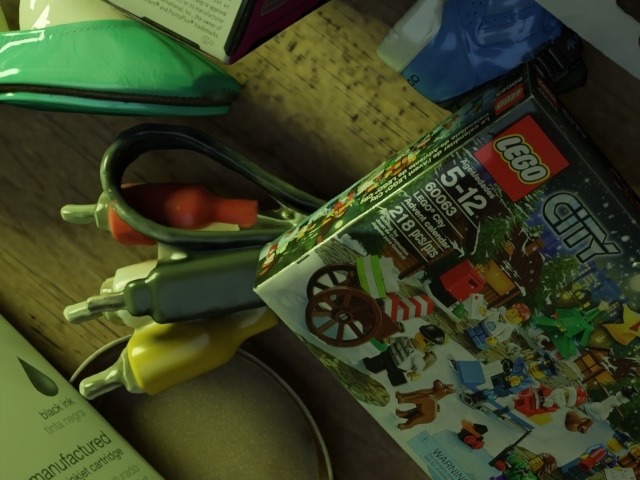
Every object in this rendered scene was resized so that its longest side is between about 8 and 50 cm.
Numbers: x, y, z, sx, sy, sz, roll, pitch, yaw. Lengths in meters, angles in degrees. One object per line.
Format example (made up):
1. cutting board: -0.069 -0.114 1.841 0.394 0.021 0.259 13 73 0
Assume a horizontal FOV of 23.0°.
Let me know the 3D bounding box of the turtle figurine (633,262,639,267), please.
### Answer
1. turtle figurine: 0.258 0.034 0.634 0.234 0.175 0.118 10 121 -19

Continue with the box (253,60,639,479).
1. box: 0.103 0.051 0.748 0.159 0.044 0.233 -35 111 21

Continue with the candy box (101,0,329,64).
1. candy box: -0.002 -0.206 0.671 0.071 0.159 0.233 28 114 7

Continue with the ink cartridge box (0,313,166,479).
1. ink cartridge box: -0.254 0.102 0.817 0.289 0.211 0.121 43 117 9

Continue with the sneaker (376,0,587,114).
1. sneaker: 0.103 -0.115 0.724 0.084 0.058 0.152 41 113 -2

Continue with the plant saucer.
1. plant saucer: -0.068 0.124 0.883 0.168 0.029 0.169 6 110 18

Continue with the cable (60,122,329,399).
1. cable: 0.000 0.000 0.807 0.287 0.072 0.140 -7 91 4

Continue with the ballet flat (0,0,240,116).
1. ballet flat: -0.162 -0.101 0.810 0.247 0.083 0.087 -2 92 17

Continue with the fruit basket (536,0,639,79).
1. fruit basket: 0.240 -0.157 0.587 0.327 0.165 0.353 36 125 -15
